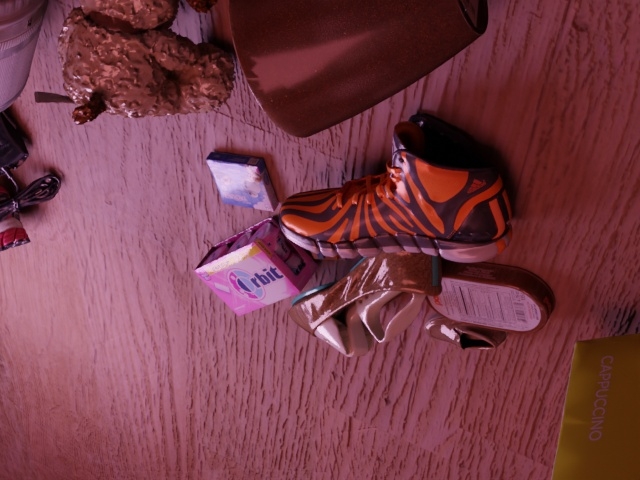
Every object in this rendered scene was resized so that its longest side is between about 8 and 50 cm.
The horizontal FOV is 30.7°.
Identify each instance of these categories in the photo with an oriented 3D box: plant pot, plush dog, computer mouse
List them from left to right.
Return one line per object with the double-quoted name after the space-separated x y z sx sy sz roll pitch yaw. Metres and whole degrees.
-0.562 -0.139 1.885 0.184 0.060 0.262 -29 127 7 "computer mouse"
-0.248 -0.274 1.462 0.262 0.210 0.225 17 115 18 "plush dog"
0.055 -0.241 1.257 0.230 0.215 0.215 -12 127 27 "plant pot"

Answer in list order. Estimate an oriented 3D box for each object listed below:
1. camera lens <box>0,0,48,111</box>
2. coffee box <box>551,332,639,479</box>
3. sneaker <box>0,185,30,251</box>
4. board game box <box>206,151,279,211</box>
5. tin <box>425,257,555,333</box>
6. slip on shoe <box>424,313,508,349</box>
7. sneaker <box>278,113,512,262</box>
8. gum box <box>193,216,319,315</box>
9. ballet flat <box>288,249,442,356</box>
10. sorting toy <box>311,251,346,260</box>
-0.482 -0.305 1.545 0.219 0.219 0.274 34 144 -2 "camera lens"
0.492 0.329 1.411 0.338 0.338 0.334 -9 128 29 "coffee box"
-0.621 -0.027 2.087 0.299 0.121 0.112 -11 97 45 "sneaker"
-0.113 -0.086 1.697 0.090 0.020 0.090 10 140 28 "board game box"
0.230 0.078 1.620 0.189 0.040 0.106 8 133 30 "tin"
0.208 0.138 1.700 0.135 0.041 0.051 3 135 35 "slip on shoe"
0.085 -0.076 1.495 0.321 0.125 0.180 1 131 21 "sneaker"
-0.098 0.042 1.795 0.107 0.062 0.188 47 143 -16 "gum box"
0.065 0.094 1.675 0.342 0.116 0.124 -34 66 48 "ballet flat"
0.000 0.000 1.719 0.062 0.012 0.083 6 137 32 "sorting toy"
